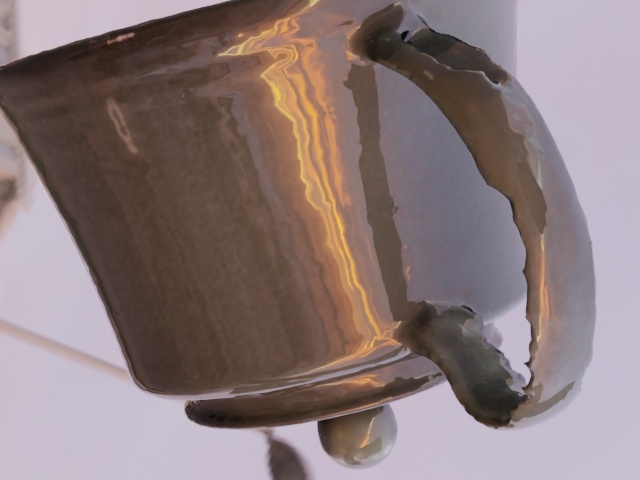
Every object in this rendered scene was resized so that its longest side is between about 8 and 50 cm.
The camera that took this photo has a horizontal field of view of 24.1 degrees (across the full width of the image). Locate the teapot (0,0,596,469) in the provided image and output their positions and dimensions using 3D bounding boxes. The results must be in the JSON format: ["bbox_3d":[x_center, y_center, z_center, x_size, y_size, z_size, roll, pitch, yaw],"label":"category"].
[{"bbox_3d":[0.000,0.000,0.449,0.239,0.162,0.149,0,-76,61],"label":"teapot"}]
